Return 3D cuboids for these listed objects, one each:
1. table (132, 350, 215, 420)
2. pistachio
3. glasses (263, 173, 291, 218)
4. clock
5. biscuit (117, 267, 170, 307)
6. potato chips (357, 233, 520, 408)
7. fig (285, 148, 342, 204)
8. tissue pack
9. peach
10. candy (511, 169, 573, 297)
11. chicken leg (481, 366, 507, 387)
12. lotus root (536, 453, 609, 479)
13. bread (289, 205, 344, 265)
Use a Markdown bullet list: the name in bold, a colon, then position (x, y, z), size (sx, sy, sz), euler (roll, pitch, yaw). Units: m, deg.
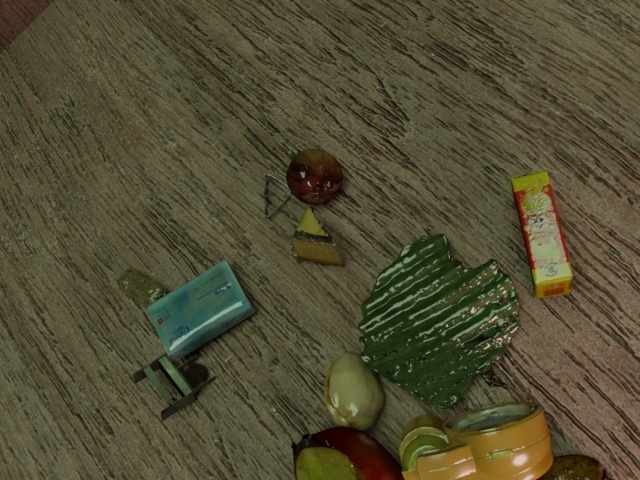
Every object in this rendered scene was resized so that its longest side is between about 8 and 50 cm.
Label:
- **table**: position (-0.399, 0.381, 1.792), size (0.175, 0.062, 0.146), euler (-30, 59, -28)
- **pistachio**: position (0.080, 0.374, 1.599), size (0.145, 0.117, 0.200), euler (10, 45, -17)
- **glasses**: position (-0.112, -0.132, 1.892), size (0.104, 0.062, 0.139), euler (-2, 70, -4)
- **clock**: position (0.340, 0.457, 1.412), size (0.317, 0.244, 0.200), euler (-19, 87, 8)
- **biscuit**: position (-0.522, 0.146, 1.923), size (0.169, 0.070, 0.082), euler (27, 74, 28)
- **potato chips**: position (0.268, 0.186, 1.594), size (0.373, 0.097, 0.389), euler (33, 80, 31)
- **fig**: position (-0.030, -0.210, 1.830), size (0.161, 0.143, 0.230), euler (2, 52, -24)
- **tissue pack**: position (-0.331, 0.189, 1.806), size (0.263, 0.089, 0.177), euler (-32, 63, -2)
- **peach**: position (0.108, 0.563, 1.448), size (0.362, 0.201, 0.257), euler (22, 109, 44)
- **candy**: position (0.525, -0.013, 1.552), size (0.088, 0.146, 0.275), euler (-12, 70, 17)
- **chicken leg**: position (0.403, 0.324, 1.546), size (0.036, 0.021, 0.083), euler (-34, 63, -11)
- **lotus root**: position (0.517, 0.516, 1.401), size (0.191, 0.094, 0.108), euler (-9, 34, 22)
- **bread**: position (0.000, 0.000, 1.744), size (0.152, 0.147, 0.127), euler (22, 68, 19)
